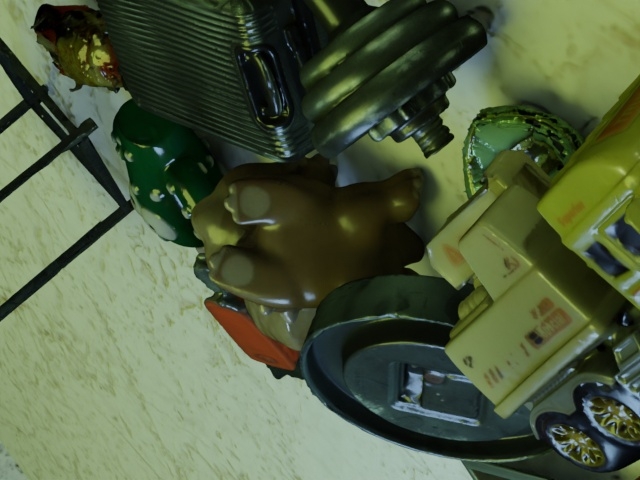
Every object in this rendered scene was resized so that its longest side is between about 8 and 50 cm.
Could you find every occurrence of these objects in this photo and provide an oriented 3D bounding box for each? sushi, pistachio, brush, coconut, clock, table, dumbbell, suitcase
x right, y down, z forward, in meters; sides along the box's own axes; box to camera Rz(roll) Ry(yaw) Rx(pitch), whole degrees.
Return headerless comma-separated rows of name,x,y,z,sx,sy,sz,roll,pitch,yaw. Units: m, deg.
sushi,-0.248,-0.216,1.941,0.226,0.103,0.097,25,115,49
pistachio,-0.038,0.031,1.862,0.108,0.126,0.185,-7,105,15
brush,-0.079,0.088,1.981,0.070,0.051,0.323,15,160,24
coconut,0.179,-0.068,1.435,0.158,0.055,0.133,-6,124,50
clock,0.119,0.126,1.632,0.281,0.055,0.280,12,149,7
table,-0.410,-0.083,2.062,0.222,0.272,0.335,48,173,12
dumbbell,-0.018,-0.240,1.418,0.406,0.179,0.179,54,154,-2
suitcase,-0.099,-0.208,1.655,0.312,0.128,0.202,25,141,45

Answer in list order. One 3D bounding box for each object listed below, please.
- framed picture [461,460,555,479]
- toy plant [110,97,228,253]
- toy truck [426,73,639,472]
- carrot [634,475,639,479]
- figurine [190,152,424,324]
framed picture,0.254,0.326,1.772,0.232,0.019,0.296,57,168,-5
toy plant,-0.165,-0.066,1.946,0.232,0.113,0.243,56,170,8
toy truck,0.232,0.016,1.279,0.254,0.180,0.405,38,152,1
carrot,0.381,0.339,1.580,0.307,0.100,0.258,38,153,46
figurine,-0.004,-0.004,1.719,0.173,0.247,0.177,-31,-67,-81
